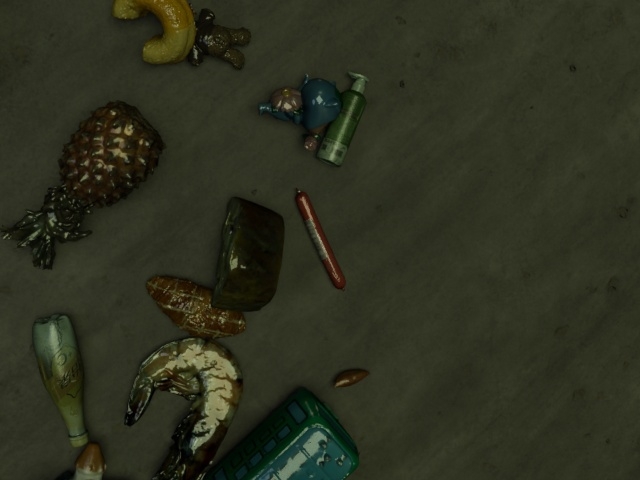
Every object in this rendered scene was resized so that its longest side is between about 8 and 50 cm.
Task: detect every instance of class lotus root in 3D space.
[{"bbox_3d":[-0.147,0.029,1.472,0.118,0.138,0.235,12,80,-20],"label":"lotus root"}]

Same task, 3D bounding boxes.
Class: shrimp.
[{"bbox_3d":[-0.309,0.374,1.503,0.233,0.071,0.365,30,84,-10],"label":"shrimp"}]

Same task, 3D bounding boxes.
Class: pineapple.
[{"bbox_3d":[-0.466,-0.107,1.393,0.361,0.175,0.175,-41,103,7],"label":"pineapple"}]

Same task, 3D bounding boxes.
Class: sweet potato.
[{"bbox_3d":[0.068,0.310,1.615,0.095,0.034,0.034,-14,97,-24],"label":"sweet potato"}]

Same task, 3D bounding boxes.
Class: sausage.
[{"bbox_3d":[0.000,0.000,1.575,0.034,0.034,0.253,-25,100,-12],"label":"sausage"}]

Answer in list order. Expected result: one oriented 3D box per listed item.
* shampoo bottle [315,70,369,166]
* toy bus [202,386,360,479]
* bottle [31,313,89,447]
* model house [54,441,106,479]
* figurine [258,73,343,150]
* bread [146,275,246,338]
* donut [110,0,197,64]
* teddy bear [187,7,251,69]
[{"bbox_3d":[0.052,-0.265,1.556,0.065,0.065,0.205,23,88,-15],"label":"shampoo bottle"},{"bbox_3d":[-0.086,0.493,1.503,0.343,0.199,0.184,-43,104,-7],"label":"toy bus"},{"bbox_3d":[-0.512,0.284,1.432,0.083,0.083,0.270,-12,98,-14],"label":"bottle"},{"bbox_3d":[-0.475,0.557,1.407,0.271,0.190,0.301,8,90,-13],"label":"model house"},{"bbox_3d":[-0.040,-0.269,1.520,0.178,0.114,0.145,-5,118,-3],"label":"figurine"},{"bbox_3d":[-0.259,0.145,1.496,0.233,0.076,0.105,29,85,-13],"label":"bread"},{"bbox_3d":[-0.325,-0.435,1.407,0.146,0.078,0.181,-25,101,28],"label":"donut"},{"bbox_3d":[-0.222,-0.410,1.465,0.160,0.078,0.120,12,94,-16],"label":"teddy bear"}]
